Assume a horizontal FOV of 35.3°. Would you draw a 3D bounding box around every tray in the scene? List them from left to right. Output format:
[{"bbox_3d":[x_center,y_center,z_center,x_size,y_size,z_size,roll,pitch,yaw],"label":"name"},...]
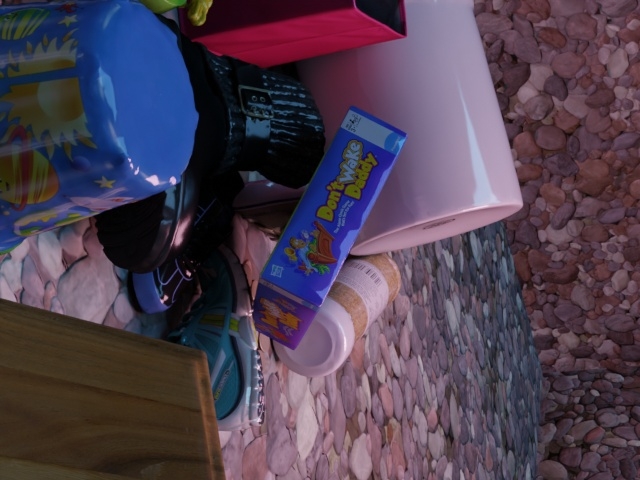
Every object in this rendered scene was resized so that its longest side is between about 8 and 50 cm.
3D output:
[{"bbox_3d":[-0.248,0.125,0.654,0.411,0.076,0.202,21,39,-36],"label":"tray"}]

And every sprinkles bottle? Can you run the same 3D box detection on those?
[{"bbox_3d":[0.037,0.110,1.670,0.355,0.121,0.121,-37,117,-66],"label":"sprinkles bottle"}]

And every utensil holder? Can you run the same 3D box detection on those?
[{"bbox_3d":[0.145,-0.198,1.694,0.327,0.328,0.385,5,69,-69],"label":"utensil holder"}]

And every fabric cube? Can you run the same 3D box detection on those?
[{"bbox_3d":[-0.043,-0.407,1.458,0.259,0.258,0.254,-4,85,-69],"label":"fabric cube"}]

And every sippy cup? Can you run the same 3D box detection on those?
[{"bbox_3d":[-0.240,-0.110,0.884,0.305,0.224,0.240,-60,137,-58],"label":"sippy cup"}]

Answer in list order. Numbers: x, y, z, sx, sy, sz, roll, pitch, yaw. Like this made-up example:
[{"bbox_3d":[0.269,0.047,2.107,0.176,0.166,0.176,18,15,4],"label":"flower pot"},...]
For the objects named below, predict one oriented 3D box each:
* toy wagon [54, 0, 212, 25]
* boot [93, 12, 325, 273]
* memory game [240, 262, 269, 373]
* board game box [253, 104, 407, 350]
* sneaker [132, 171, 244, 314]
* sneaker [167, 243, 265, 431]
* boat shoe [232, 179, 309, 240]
[{"bbox_3d":[-0.246,-0.358,1.084,0.344,0.068,0.267,48,38,-37],"label":"toy wagon"},{"bbox_3d":[-0.117,-0.094,1.190,0.260,0.131,0.347,25,54,-39],"label":"boot"},{"bbox_3d":[-0.114,0.118,1.427,0.186,0.012,0.186,-8,90,-69],"label":"memory game"},{"bbox_3d":[0.000,0.000,1.299,0.233,0.078,0.347,-62,179,-16],"label":"board game box"},{"bbox_3d":[-0.159,-0.008,1.243,0.232,0.090,0.081,-78,152,-43],"label":"sneaker"},{"bbox_3d":[-0.135,0.111,1.245,0.107,0.110,0.275,94,-12,-46],"label":"sneaker"},{"bbox_3d":[-0.052,-0.044,1.520,0.302,0.109,0.094,-4,88,-72],"label":"boat shoe"}]
